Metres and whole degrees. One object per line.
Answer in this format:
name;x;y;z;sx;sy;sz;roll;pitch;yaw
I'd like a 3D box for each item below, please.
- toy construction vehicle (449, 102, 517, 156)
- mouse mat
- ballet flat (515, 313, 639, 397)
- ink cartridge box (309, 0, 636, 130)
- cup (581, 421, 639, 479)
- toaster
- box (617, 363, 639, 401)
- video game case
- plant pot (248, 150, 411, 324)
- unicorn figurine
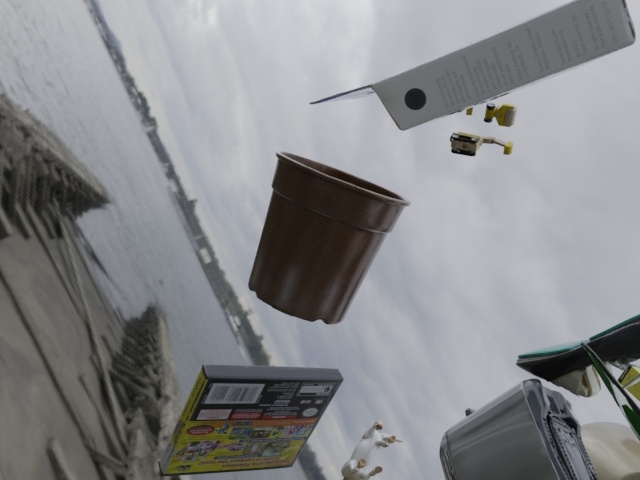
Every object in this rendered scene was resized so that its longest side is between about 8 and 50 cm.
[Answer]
toy construction vehicle;0.201;-0.154;0.824;0.098;0.035;0.086;12;-52;21
mouse mat;0.265;0.173;0.474;0.152;0.007;0.190;51;11;-27
ballet flat;0.301;0.133;0.701;0.203;0.074;0.074;-37;-104;49
ink cartridge box;0.120;-0.129;0.501;0.206;0.208;0.045;-38;110;-66
cup;0.685;0.583;1.427;0.331;0.331;0.237;63;-1;13
toaster;0.234;0.280;0.717;0.129;0.146;0.227;30;34;-43
box;0.796;0.377;1.462;0.058;0.087;0.232;-66;-152;18
video game case;-0.125;0.327;1.161;0.248;0.275;0.035;-63;-143;25
plant pot;0.000;0.000;0.758;0.165;0.167;0.167;-70;-157;10
unicorn figurine;0.078;0.328;0.999;0.060;0.162;0.111;51;-32;12
